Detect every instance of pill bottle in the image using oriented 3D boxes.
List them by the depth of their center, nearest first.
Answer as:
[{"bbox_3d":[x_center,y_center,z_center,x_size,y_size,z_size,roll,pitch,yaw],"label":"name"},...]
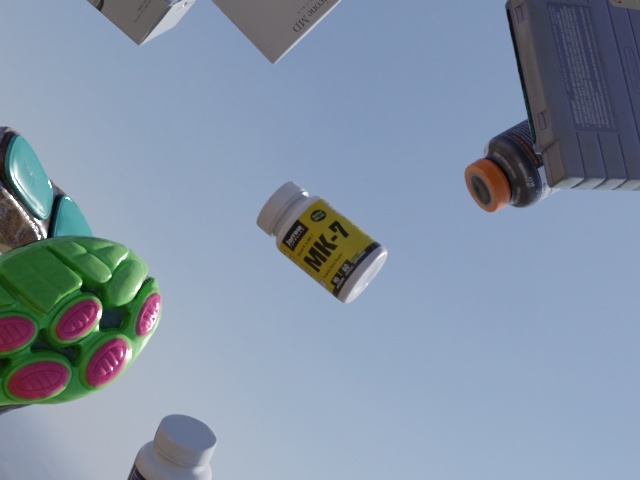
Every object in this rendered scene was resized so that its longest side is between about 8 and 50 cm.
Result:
[{"bbox_3d":[-0.215,0.342,1.816,0.112,0.187,0.112,21,21,-8],"label":"pill bottle"},{"bbox_3d":[0.357,-0.137,2.136,0.130,0.245,0.130,51,-21,29],"label":"pill bottle"},{"bbox_3d":[0.000,0.000,2.211,0.208,0.119,0.119,39,-17,12],"label":"pill bottle"}]

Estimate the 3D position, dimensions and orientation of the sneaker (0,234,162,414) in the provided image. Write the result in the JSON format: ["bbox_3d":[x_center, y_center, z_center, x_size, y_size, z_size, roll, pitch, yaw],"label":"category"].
[{"bbox_3d":[-0.396,0.128,1.380,0.202,0.482,0.185,12,-55,63],"label":"sneaker"}]

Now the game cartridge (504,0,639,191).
[{"bbox_3d":[0.395,-0.243,1.911,0.068,0.230,0.355,136,-50,-61],"label":"game cartridge"}]

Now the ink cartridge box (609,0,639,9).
[{"bbox_3d":[0.397,-0.337,1.460,0.176,0.127,0.128,19,-12,44],"label":"ink cartridge box"}]

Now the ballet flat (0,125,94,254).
[{"bbox_3d":[-0.360,-0.032,1.576,0.106,0.108,0.316,0,-36,14],"label":"ballet flat"}]

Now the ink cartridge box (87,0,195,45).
[{"bbox_3d":[-0.291,-0.394,1.901,0.208,0.087,0.153,41,26,-2],"label":"ink cartridge box"}]

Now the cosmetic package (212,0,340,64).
[{"bbox_3d":[-0.136,-0.498,2.219,0.365,0.197,0.155,45,8,-7],"label":"cosmetic package"}]
